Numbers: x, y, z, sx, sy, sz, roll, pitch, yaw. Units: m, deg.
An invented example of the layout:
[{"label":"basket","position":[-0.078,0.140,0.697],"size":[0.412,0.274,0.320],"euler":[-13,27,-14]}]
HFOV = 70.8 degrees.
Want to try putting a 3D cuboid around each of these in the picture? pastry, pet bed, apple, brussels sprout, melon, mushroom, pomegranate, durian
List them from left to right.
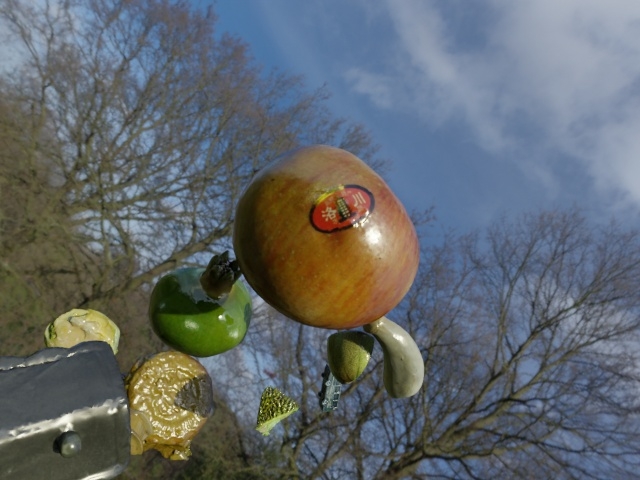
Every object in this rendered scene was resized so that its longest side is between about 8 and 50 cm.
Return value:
[{"label":"pet bed","position":[-0.358,0.230,0.548],"size":[0.159,0.211,0.183],"euler":[-27,-108,46]},{"label":"brussels sprout","position":[-0.538,0.231,1.023],"size":[0.122,0.149,0.152],"euler":[-23,-103,60]},{"label":"pastry","position":[-0.388,0.400,1.128],"size":[0.240,0.235,0.132],"euler":[28,-44,-22]},{"label":"pomegranate","position":[-0.336,0.207,1.332],"size":[0.358,0.309,0.216],"euler":[-53,-148,33]},{"label":"durian","position":[-0.109,0.390,1.030],"size":[0.086,0.100,0.215],"euler":[34,-13,14]},{"label":"apple","position":[0.000,0.000,0.946],"size":[0.400,0.333,0.400],"euler":[49,-3,3]},{"label":"melon","position":[0.061,0.300,1.166],"size":[0.079,0.128,0.160],"euler":[30,-44,-27]},{"label":"mushroom","position":[0.191,0.284,1.134],"size":[0.103,0.118,0.270],"euler":[-71,145,-61]}]

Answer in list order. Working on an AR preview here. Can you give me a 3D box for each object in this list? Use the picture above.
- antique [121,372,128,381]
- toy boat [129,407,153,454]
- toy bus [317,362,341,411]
[{"label":"antique","position":[-0.600,0.512,1.335],"size":[0.143,0.257,0.121],"euler":[34,15,4]},{"label":"toy boat","position":[-0.510,0.378,0.917],"size":[0.089,0.321,0.121],"euler":[-91,-164,-60]},{"label":"toy bus","position":[0.033,0.467,1.433],"size":[0.047,0.065,0.166],"euler":[-128,-138,-59]}]
